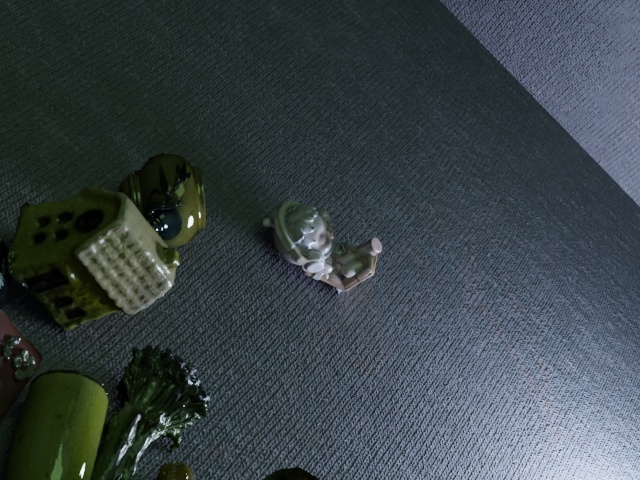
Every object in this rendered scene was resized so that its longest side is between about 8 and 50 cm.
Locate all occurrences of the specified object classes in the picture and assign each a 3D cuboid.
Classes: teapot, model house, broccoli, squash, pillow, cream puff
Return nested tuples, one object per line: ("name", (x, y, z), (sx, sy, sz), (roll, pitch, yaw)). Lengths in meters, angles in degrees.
("teapot", (-0.311, -0.078, 2.268), (0.183, 0.173, 0.269), (-7, 31, -10))
("model house", (-0.367, 0.015, 2.027), (0.174, 0.234, 0.193), (-94, 160, -45))
("broccoli", (-0.301, 0.316, 1.967), (0.165, 0.145, 0.304), (36, 53, -7))
("squash", (-0.405, 0.331, 1.844), (0.133, 0.132, 0.247), (27, 43, -23))
("pillow", (-0.505, 0.202, 1.838), (0.179, 0.075, 0.171), (-58, 138, -27))
("cream puff", (-0.240, 0.404, 1.988), (0.083, 0.058, 0.083), (-7, 62, -51))

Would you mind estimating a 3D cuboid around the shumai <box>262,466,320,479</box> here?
("shumai", (-0.101, 0.517, 1.871), (0.289, 0.291, 0.330), (-20, 33, -28))

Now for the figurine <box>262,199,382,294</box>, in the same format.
("figurine", (-0.003, 0.002, 2.468), (0.237, 0.141, 0.162), (35, 36, -14))

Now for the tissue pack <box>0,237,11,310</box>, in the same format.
("tissue pack", (-0.559, 0.080, 1.934), (0.103, 0.090, 0.170), (-3, 50, 5))
